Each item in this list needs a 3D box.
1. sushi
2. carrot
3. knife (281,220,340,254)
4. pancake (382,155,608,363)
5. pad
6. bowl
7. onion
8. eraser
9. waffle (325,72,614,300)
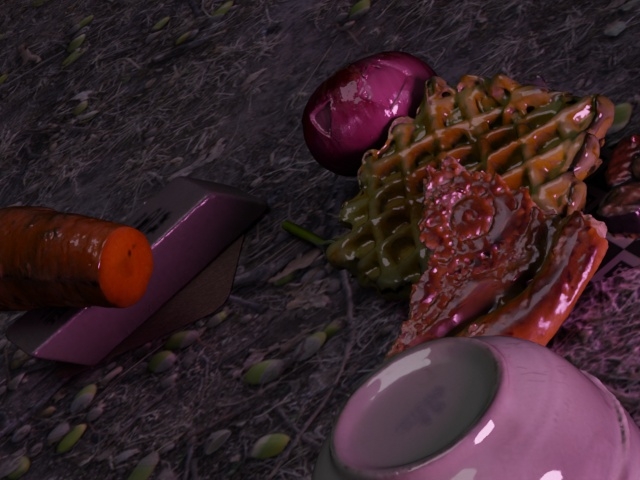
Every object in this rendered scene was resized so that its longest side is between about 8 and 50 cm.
[{"bbox_3d":[0.334,-0.071,1.804,0.219,0.047,0.231,-24,30,24],"label":"sushi"},{"bbox_3d":[-0.333,0.022,2.184,0.302,0.139,0.139,-1,43,38],"label":"carrot"},{"bbox_3d":[0.000,0.000,2.113,0.184,0.022,0.026,25,90,59],"label":"knife"},{"bbox_3d":[0.146,0.021,1.761,0.266,0.057,0.244,-29,62,3],"label":"pancake"},{"bbox_3d":[-0.214,0.078,2.260,0.266,0.002,0.176,-24,29,23],"label":"pad"},{"bbox_3d":[0.115,0.196,1.531,0.307,0.163,0.307,-25,28,15],"label":"bowl"},{"bbox_3d":[0.064,-0.144,2.121,0.177,0.153,0.177,-8,8,1],"label":"onion"},{"bbox_3d":[-0.231,0.035,2.259,0.352,0.077,0.111,-43,27,-12],"label":"eraser"},{"bbox_3d":[0.157,-0.052,1.919,0.317,0.073,0.297,10,62,48],"label":"waffle"}]
